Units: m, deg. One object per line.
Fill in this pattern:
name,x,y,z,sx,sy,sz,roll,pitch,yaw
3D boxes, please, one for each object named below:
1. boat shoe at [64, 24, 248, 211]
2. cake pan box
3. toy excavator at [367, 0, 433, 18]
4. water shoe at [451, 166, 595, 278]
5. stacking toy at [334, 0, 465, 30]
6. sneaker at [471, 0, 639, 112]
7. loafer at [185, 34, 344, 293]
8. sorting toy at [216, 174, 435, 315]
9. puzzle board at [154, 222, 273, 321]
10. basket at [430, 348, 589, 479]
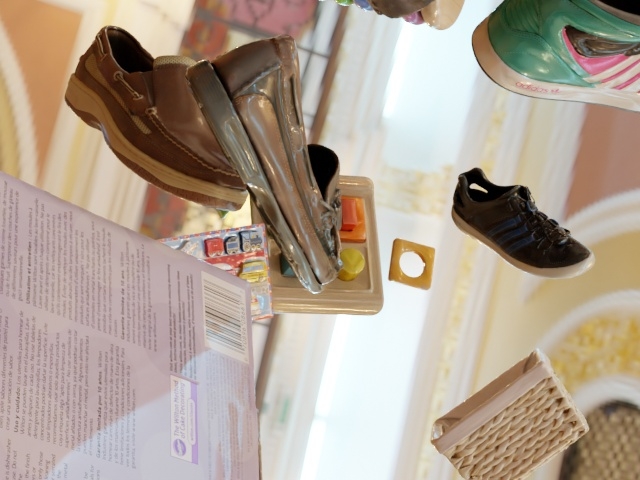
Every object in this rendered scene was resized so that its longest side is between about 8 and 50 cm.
boat shoe,-0.138,-0.116,1.345,0.257,0.095,0.095,37,-70,41
cake pan box,-0.141,0.101,0.923,0.070,0.245,0.267,-25,-125,33
toy excavator,0.062,-0.503,1.805,0.433,0.222,0.445,-46,-145,-9
water shoe,0.236,-0.021,1.858,0.203,0.073,0.080,26,-46,34
stacking toy,0.029,-0.374,2.122,0.330,0.141,0.141,10,-96,20
sneaker,0.302,-0.212,1.429,0.178,0.295,0.124,-44,-124,51
loafer,-0.017,-0.052,1.193,0.084,0.267,0.096,-30,-127,-1
sorting toy,0.000,0.000,2.101,0.047,0.347,0.196,138,-48,-64
puzzle board,-0.102,0.039,1.537,0.011,0.128,0.096,-1,-83,54
basket,0.226,0.222,1.859,0.167,0.103,0.113,-36,-179,7
